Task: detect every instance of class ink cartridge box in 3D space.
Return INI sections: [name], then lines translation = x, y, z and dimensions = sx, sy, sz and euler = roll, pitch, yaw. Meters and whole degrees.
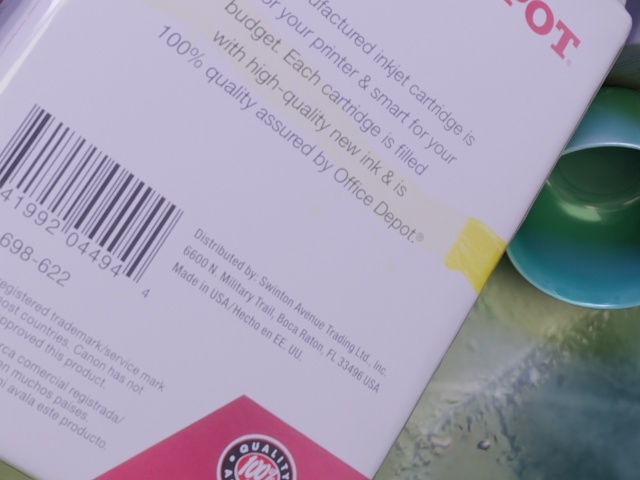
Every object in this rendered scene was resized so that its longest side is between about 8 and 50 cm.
[ink cartridge box]
translation = -0.047, -0.048, 0.630
dimensions = 0.279, 0.160, 0.385
euler = 38, 77, -25

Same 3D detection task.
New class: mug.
[mug]
translation = 0.171, -0.039, 0.764
dimensions = 0.157, 0.097, 0.129
euler = 22, 128, -4

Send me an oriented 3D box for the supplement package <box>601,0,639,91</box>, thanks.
[supplement package]
translation = 0.275, -0.156, 0.745
dimensions = 0.203, 0.194, 0.149
euler = 13, 89, -10
